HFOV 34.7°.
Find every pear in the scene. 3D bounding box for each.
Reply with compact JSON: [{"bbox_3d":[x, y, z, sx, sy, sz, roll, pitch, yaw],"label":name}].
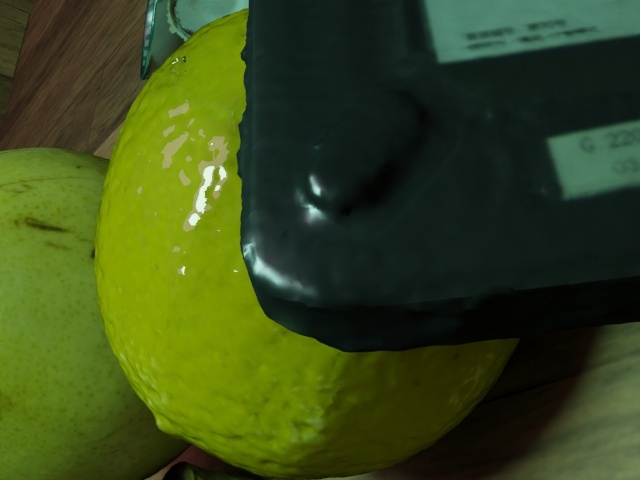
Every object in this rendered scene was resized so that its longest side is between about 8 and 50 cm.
[{"bbox_3d":[-0.252,0.078,0.965,0.348,0.348,0.348,-41,39,44],"label":"pear"}]

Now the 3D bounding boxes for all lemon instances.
[{"bbox_3d":[0.001,-0.002,0.717,0.336,0.336,0.336,-41,39,44],"label":"lemon"}]

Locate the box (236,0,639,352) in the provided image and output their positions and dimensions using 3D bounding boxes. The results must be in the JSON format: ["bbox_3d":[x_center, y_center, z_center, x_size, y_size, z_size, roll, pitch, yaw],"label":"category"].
[{"bbox_3d":[0.136,-0.109,0.528,0.091,0.359,0.350,78,-174,-51],"label":"box"}]

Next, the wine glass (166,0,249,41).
[{"bbox_3d":[-0.157,-0.393,1.457,0.143,0.143,0.321,-55,30,28],"label":"wine glass"}]

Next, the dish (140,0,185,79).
[{"bbox_3d":[-0.234,-0.358,1.614,0.224,0.078,0.246,116,155,-56],"label":"dish"}]

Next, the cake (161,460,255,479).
[{"bbox_3d":[-0.136,0.292,0.924,0.207,0.178,0.185,-47,34,33],"label":"cake"}]
